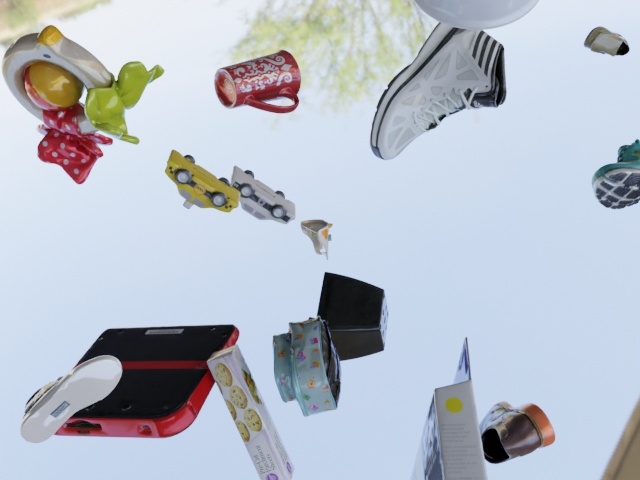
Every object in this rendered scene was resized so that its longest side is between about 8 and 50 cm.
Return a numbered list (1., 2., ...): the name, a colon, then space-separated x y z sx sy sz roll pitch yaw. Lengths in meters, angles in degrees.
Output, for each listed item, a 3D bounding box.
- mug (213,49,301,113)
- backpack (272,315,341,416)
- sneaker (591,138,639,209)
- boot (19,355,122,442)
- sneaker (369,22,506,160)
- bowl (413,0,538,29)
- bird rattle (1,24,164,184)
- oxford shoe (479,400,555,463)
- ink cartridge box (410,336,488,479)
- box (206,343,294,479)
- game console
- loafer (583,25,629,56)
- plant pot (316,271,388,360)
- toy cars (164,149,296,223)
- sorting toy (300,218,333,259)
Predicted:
1. mug: -0.132 -0.349 1.812 0.169 0.113 0.150 -20 -143 -34
2. backpack: -0.026 0.278 1.738 0.144 0.165 0.188 -15 -139 -2
3. sneaker: 0.587 -0.130 1.526 0.275 0.110 0.107 -10 153 -40
4. boot: -0.399 0.234 1.298 0.190 0.069 0.086 -37 -153 0
5. sneaker: 0.333 -0.379 2.208 0.257 0.169 0.447 37 -85 34
6. bowl: 0.331 -0.598 1.712 0.298 0.134 0.297 -1 -118 3
7. bird rattle: -0.346 -0.204 1.142 0.254 0.207 0.143 -10 -136 47
8. oxford shoe: 0.313 0.343 1.438 0.098 0.096 0.271 -23 165 -13
9. ink cartridge box: 0.165 0.342 1.113 0.072 0.303 0.307 0 -133 -3
10. box: -0.151 0.386 1.787 0.067 0.324 0.063 -20 -170 11
11. game console: -0.408 0.311 1.852 0.387 0.060 0.342 -4 -151 22
12. loafer: 0.656 -0.450 1.854 0.148 0.056 0.050 -8 -138 -38
13. plant pot: 0.092 0.211 2.201 0.167 0.187 0.188 1 -126 12
14. toy cars: -0.216 -0.105 1.913 0.087 0.394 0.176 -51 -121 20
15. sorting toy: 0.000 0.000 1.656 0.045 0.075 0.083 -16 -159 -22
